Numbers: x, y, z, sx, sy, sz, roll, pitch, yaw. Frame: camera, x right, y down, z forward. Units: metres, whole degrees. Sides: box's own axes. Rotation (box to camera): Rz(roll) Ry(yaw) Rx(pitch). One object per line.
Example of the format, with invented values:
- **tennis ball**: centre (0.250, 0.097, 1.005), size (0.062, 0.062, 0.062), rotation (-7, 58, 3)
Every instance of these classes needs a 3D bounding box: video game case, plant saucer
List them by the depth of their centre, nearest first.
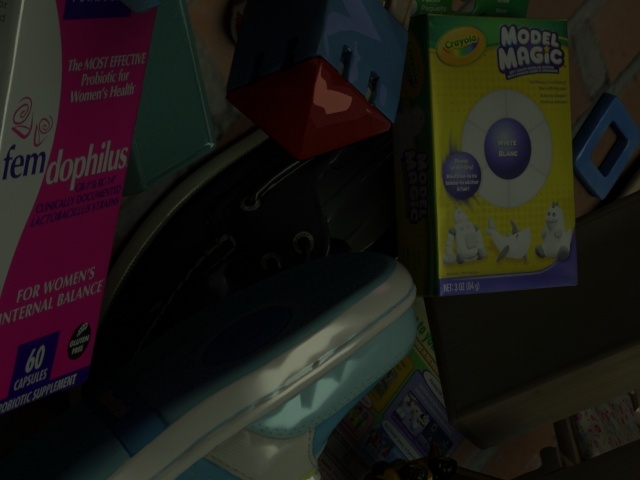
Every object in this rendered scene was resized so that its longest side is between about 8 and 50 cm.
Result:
- **plant saucer**: centre (-0.096, -0.114, 0.826), size (0.067, 0.018, 0.192), rotation (-34, 130, -30)
- **video game case**: centre (0.023, 0.125, 1.069), size (0.193, 0.023, 0.212), rotation (-51, 137, -13)

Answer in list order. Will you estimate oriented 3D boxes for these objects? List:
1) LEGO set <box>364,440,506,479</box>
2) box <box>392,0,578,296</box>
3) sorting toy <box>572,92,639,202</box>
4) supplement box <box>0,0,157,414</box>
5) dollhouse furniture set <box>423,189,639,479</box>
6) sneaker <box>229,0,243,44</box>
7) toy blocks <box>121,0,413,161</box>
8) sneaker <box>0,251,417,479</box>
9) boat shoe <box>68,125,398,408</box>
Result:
- **LEGO set**: centre (-0.021, 0.271, 0.995), size (0.255, 0.192, 0.331), rotation (-15, 114, -54)
- **box**: centre (0.093, -0.060, 0.882), size (0.105, 0.043, 0.179), rotation (-4, 90, -32)
- **sorting toy**: centre (0.294, 0.001, 1.267), size (0.196, 0.047, 0.347), rotation (-47, 137, -19)
- **supplement box**: centre (-0.161, -0.040, 0.707), size (0.111, 0.114, 0.220), rotation (-21, 125, -63)
- **dollhouse furniture set**: centre (0.237, 0.132, 1.050), size (0.174, 0.303, 0.355), rotation (-26, 139, 22)
- **sneaker**: centre (0.029, -0.139, 0.906), size (0.175, 0.067, 0.064), rotation (-32, 129, -33)
- **toy blocks**: centre (-0.078, -0.195, 0.593), size (0.381, 0.191, 0.260), rotation (41, 46, -36)
- **sneaker**: centre (-0.047, 0.163, 0.814), size (0.319, 0.127, 0.208), rotation (-36, 107, -4)
- **boat shoe**: centre (0.002, 0.003, 0.913), size (0.340, 0.113, 0.127), rotation (-42, 134, -23)
